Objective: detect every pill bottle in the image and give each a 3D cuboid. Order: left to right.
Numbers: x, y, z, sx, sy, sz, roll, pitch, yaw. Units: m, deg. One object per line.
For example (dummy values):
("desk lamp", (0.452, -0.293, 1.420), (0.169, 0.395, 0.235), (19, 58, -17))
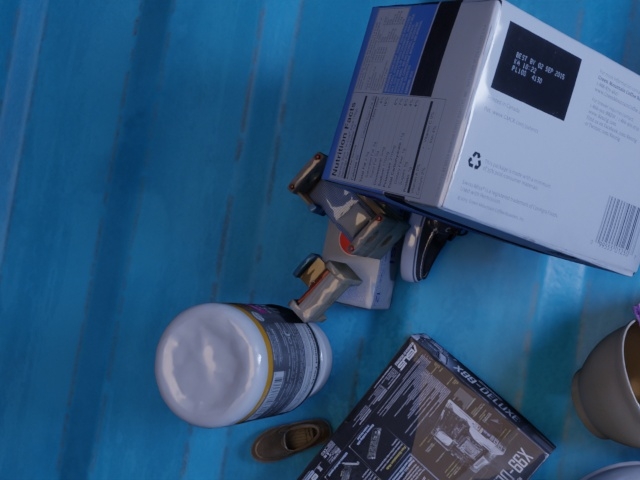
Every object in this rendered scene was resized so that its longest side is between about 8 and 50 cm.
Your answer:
("pill bottle", (-0.093, 0.168, 1.246), (0.162, 0.278, 0.162), (-2, 84, 22))

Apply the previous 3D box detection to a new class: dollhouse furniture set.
("dollhouse furniture set", (0.000, 0.000, 1.198), (0.129, 0.129, 0.183), (46, 101, 18))

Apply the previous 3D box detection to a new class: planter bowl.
("planter bowl", (0.387, 0.190, 1.127), (0.109, 0.162, 0.162), (-32, 72, 44))

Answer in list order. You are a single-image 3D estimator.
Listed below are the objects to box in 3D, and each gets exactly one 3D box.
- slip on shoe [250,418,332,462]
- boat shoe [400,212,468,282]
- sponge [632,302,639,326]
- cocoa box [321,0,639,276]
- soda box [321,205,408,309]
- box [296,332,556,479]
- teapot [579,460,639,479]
("slip on shoe", (-0.049, 0.301, 1.344), (0.135, 0.041, 0.051), (-18, 79, 20))
("boat shoe", (0.181, -0.043, 1.268), (0.076, 0.080, 0.228), (19, 85, 24))
("sponge", (0.467, 0.163, 1.107), (0.031, 0.117, 0.210), (-34, 71, 47))
("cocoa box", (0.221, -0.120, 1.080), (0.228, 0.347, 0.231), (18, 92, 55))
("soda box", (0.073, -0.046, 1.296), (0.091, 0.098, 0.286), (11, 90, 21))
("box", (0.134, 0.322, 1.249), (0.242, 0.076, 0.307), (40, 100, 20))
("teapot", (0.388, 0.356, 1.087), (0.256, 0.187, 0.252), (21, 121, -14))
